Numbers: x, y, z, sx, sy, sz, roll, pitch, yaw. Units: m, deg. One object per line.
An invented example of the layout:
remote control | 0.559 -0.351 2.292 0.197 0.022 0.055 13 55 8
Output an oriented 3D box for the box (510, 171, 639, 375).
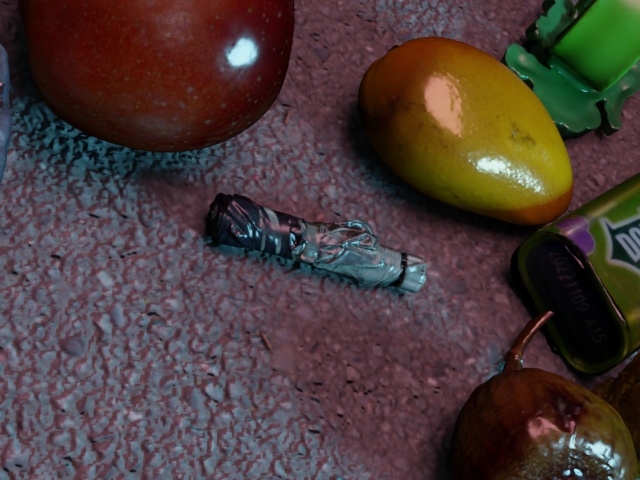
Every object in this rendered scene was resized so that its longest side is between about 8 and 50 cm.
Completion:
box | 0.326 -0.010 1.414 0.345 0.097 0.134 -27 78 -36

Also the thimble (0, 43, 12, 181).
thimble | -0.312 -0.067 1.074 0.205 0.172 0.236 33 51 -10

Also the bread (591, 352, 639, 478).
bread | 0.312 0.128 1.279 0.132 0.172 0.103 15 56 -20

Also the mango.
mango | 0.131 -0.089 1.358 0.219 0.112 0.145 33 51 -21

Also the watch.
watch | 0.268 -0.187 1.455 0.131 0.152 0.165 42 51 -3

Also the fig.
fig | 0.159 0.135 1.246 0.146 0.133 0.201 38 23 -38

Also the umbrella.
umbrella | 0.000 0.000 1.270 0.188 0.046 0.050 16 95 -18

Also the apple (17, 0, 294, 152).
apple | -0.127 -0.174 1.202 0.201 0.218 0.218 -8 65 -12
